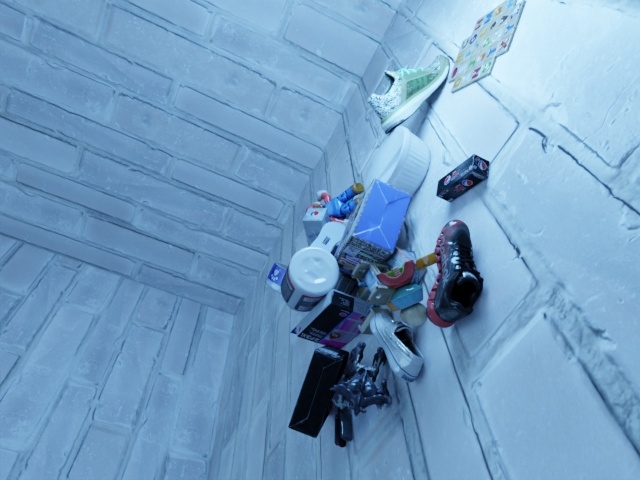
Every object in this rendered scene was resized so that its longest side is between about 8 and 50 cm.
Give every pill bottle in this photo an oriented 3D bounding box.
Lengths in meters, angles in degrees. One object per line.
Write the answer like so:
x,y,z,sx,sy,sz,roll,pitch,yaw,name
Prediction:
-0.050,0.157,1.778,0.318,0.176,0.176,119,168,-64,pill bottle

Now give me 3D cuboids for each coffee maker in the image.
0.076,0.191,1.930,0.178,0.120,0.171,-63,-11,14,coffee maker

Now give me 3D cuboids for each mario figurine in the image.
0.073,-0.141,2.204,0.320,0.170,0.198,-22,37,34,mario figurine

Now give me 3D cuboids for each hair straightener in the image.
0.085,0.521,1.541,0.089,0.047,0.230,-56,15,37,hair straightener

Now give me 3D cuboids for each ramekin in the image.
0.283,-0.262,1.770,0.273,0.127,0.273,-59,17,30,ramekin

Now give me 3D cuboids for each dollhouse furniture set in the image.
0.153,0.179,1.525,0.184,0.129,0.129,-61,37,24,dollhouse furniture set

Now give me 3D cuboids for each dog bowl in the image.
-0.112,0.200,2.233,0.104,0.264,0.265,-65,15,0,dog bowl

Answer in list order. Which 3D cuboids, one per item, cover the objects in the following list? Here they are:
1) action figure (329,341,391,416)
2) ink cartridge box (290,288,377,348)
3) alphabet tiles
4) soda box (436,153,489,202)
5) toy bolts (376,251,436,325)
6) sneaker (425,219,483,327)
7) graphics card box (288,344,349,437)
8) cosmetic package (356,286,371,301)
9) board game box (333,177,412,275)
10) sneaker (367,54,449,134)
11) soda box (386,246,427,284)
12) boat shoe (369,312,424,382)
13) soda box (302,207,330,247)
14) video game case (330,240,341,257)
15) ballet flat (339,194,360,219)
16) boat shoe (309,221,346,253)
0.118,0.401,1.340,0.276,0.164,0.141,-57,-28,-64,action figure
0.036,0.301,1.741,0.371,0.175,0.069,-50,24,50,ink cartridge box
0.541,-0.650,1.638,0.285,0.011,0.342,-69,15,-4,alphabet tiles
0.397,-0.173,1.384,0.169,0.053,0.060,-41,30,59,soda box
0.260,0.132,1.286,0.218,0.159,0.228,-26,-10,18,toy bolts
0.334,0.070,1.181,0.135,0.097,0.276,144,143,-64,sneaker
0.006,0.453,1.532,0.371,0.094,0.233,57,-128,-80,graphics card box
0.174,0.171,1.671,0.115,0.060,0.041,-53,21,40,cosmetic package
0.168,-0.028,1.674,0.291,0.141,0.232,120,174,-65,board game box
0.329,-0.594,1.846,0.410,0.182,0.158,-49,12,-20,sneaker
0.260,0.074,1.510,0.063,0.058,0.183,-65,14,11,soda box
0.211,0.266,1.344,0.088,0.096,0.267,-59,18,17,boat shoe
0.000,0.000,2.155,0.098,0.091,0.286,-68,-27,-50,soda box
0.060,0.089,2.017,0.275,0.035,0.248,-59,-11,29,video game case
0.113,-0.122,2.275,0.091,0.077,0.241,52,121,34,ballet flat
0.022,0.025,2.004,0.102,0.108,0.301,-61,-5,37,boat shoe
